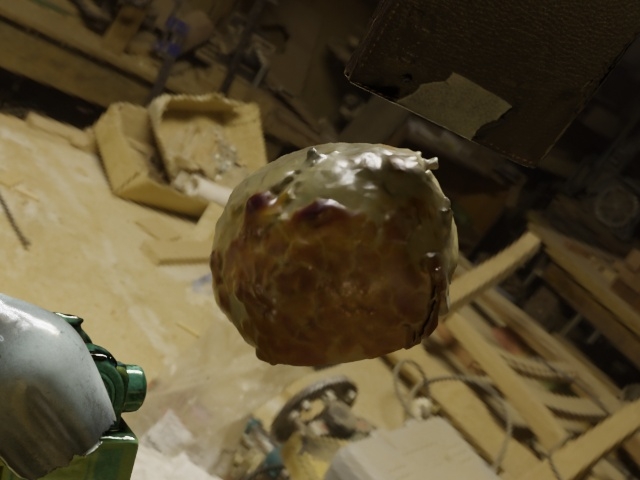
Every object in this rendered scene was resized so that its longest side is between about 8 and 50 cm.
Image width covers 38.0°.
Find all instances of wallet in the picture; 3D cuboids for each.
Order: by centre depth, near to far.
[{"bbox_3d":[0.173,-0.210,0.847,0.220,0.262,0.071,23,31,-14],"label":"wallet"}]

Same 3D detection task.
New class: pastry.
[{"bbox_3d":[0.009,-0.007,0.925,0.255,0.170,0.237,2,36,8],"label":"pastry"}]

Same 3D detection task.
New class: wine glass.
[{"bbox_3d":[-0.287,0.091,0.838,0.241,0.126,0.126,61,15,-10],"label":"wine glass"}]

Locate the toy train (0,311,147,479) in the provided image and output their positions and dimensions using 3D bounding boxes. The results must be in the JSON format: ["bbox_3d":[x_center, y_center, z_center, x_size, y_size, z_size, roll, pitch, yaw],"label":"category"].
[{"bbox_3d":[-0.366,0.199,0.960,0.368,0.237,0.150,7,15,-34],"label":"toy train"}]
